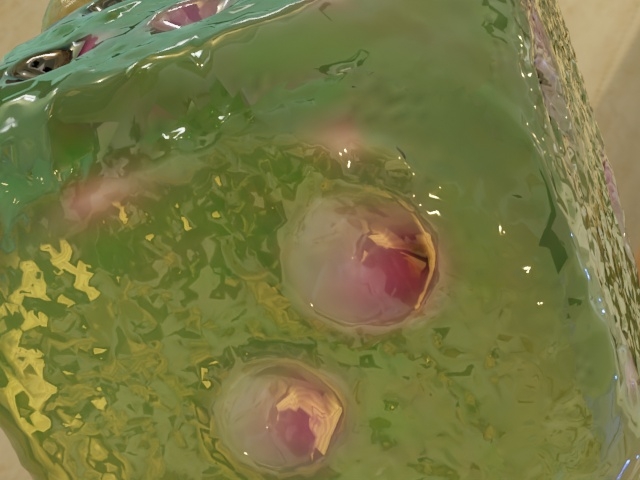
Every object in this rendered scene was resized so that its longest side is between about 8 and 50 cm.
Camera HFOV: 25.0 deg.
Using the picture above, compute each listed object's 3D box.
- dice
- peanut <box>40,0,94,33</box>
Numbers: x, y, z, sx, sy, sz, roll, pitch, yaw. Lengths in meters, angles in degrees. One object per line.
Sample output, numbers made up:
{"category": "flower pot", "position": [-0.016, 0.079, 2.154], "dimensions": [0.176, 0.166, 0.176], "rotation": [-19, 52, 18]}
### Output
{"category": "dice", "position": [0.000, 0.000, 0.821], "dimensions": [0.318, 0.322, 0.330], "rotation": [-74, 146, -61]}
{"category": "peanut", "position": [-0.208, -0.291, 1.692], "dimensions": [0.313, 0.149, 0.149], "rotation": [-39, 100, -7]}
